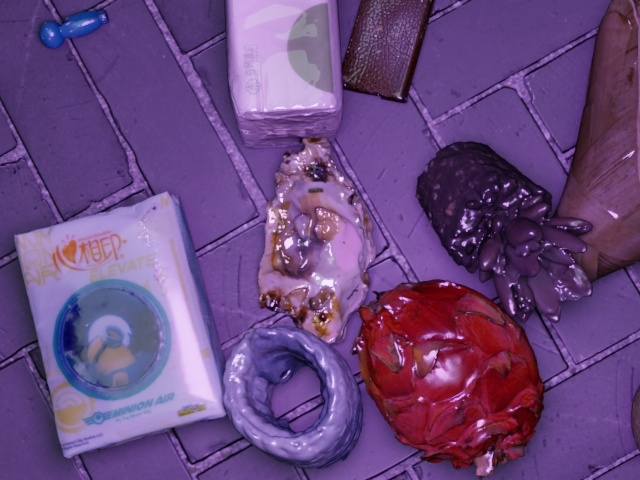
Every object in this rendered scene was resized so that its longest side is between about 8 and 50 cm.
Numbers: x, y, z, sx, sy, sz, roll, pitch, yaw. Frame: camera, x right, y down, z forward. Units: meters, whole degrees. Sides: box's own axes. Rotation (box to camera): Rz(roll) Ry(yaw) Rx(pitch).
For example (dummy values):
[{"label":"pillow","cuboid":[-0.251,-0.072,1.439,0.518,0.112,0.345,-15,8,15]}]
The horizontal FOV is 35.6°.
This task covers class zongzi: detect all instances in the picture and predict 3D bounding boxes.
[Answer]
[{"label":"zongzi","cuboid":[0.447,-0.191,1.677,0.466,0.218,0.500,-23,74,15]}]

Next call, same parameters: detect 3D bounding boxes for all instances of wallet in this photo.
[{"label":"wallet","cuboid":[0.123,-0.374,1.787,0.132,0.039,0.243,14,85,12]}]

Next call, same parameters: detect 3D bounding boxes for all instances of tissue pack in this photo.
[{"label":"tissue pack","cuboid":[-0.328,0.143,1.693,0.287,0.162,0.388,-15,83,-1]},{"label":"tissue pack","cuboid":[-0.064,-0.356,1.682,0.193,0.266,0.357,-3,83,-2]}]

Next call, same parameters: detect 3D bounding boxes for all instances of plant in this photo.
[{"label":"plant","cuboid":[0.291,-0.011,1.610,0.194,0.181,0.321,-61,42,26]}]

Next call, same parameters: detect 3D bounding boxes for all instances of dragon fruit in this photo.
[{"label":"dragon fruit","cuboid":[0.209,0.213,1.596,0.277,0.277,0.343,-27,79,0]}]

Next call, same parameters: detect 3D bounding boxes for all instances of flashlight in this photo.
[{"label":"flashlight","cuboid":[-0.451,-0.389,1.822,0.129,0.051,0.051,-17,82,-2]}]

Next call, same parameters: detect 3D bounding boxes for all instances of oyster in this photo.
[{"label":"oyster","cuboid":[0.004,0.000,1.724,0.201,0.107,0.355,10,100,19]}]

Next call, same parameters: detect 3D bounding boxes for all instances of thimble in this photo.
[{"label":"thimble","cuboid":[-0.048,0.249,1.615,0.205,0.172,0.250,-37,64,4]}]

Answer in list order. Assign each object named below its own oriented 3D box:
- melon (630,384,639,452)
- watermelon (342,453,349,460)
[{"label":"melon","cuboid":[0.579,0.302,1.621,0.139,0.139,0.192,-7,80,3]},{"label":"watermelon","cuboid":[0.019,0.339,1.708,0.061,0.085,0.085,0,81,45]}]
